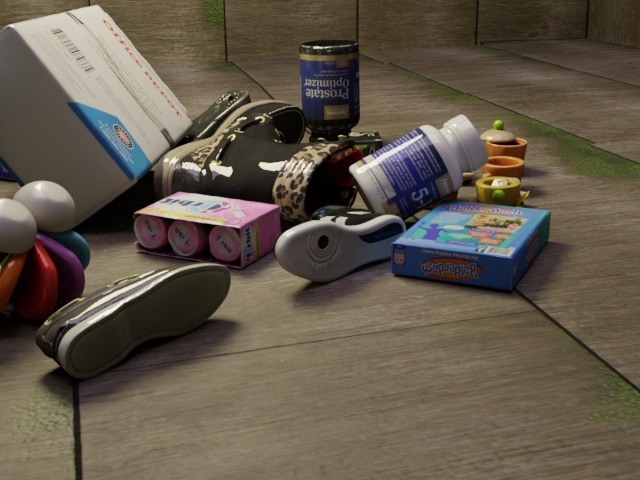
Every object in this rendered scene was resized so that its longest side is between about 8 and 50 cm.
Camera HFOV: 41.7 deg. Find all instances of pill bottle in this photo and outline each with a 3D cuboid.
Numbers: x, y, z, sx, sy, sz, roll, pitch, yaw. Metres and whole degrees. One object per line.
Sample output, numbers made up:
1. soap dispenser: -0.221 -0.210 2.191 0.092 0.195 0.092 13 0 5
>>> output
1. pill bottle: 0.147 -0.106 1.248 0.187 0.112 0.112 -30 22 0
2. pill bottle: 0.020 -0.295 1.725 0.123 0.219 0.123 -2 19 1

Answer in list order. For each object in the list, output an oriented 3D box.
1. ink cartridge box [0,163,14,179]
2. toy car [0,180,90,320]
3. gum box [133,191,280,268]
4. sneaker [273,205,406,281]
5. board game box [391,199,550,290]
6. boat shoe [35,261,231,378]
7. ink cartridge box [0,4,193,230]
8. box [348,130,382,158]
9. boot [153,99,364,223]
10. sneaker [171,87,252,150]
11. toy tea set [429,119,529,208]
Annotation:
1. ink cartridge box: -0.618 -0.234 1.722 0.396 0.151 0.270 11 23 28
2. toy car: -0.347 0.029 1.001 0.136 0.159 0.182 37 27 4
3. gum box: -0.164 -0.018 1.196 0.189 0.062 0.107 9 22 26
4. sneaker: 0.000 0.000 1.128 0.217 0.079 0.121 -8 16 -41
5. board game box: 0.208 0.000 1.135 0.160 0.047 0.210 8 22 26
6. boat shoe: -0.198 0.072 0.918 0.069 0.081 0.228 20 31 37
7. ink cartridge box: -0.399 -0.220 1.414 0.166 0.285 0.395 -34 13 15
8. box: 0.088 -0.179 1.642 0.062 0.052 0.083 -4 20 -1
9. boot: -0.057 -0.133 1.397 0.284 0.138 0.377 9 26 31
10. sneaker: -0.212 -0.188 1.668 0.227 0.130 0.087 -42 41 -19
11. toy tea set: 0.260 -0.147 1.430 0.200 0.124 0.336 4 21 16
